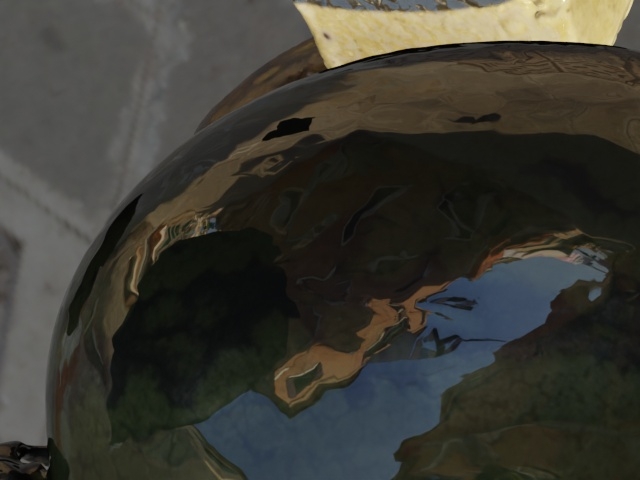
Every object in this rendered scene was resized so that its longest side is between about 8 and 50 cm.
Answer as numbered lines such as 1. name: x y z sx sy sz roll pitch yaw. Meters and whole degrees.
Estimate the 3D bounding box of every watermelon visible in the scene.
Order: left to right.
1. watermelon: 0.054 0.064 0.626 0.359 0.279 0.279 -7 110 8

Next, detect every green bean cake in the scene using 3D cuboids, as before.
1. green bean cake: 0.084 -0.146 0.946 0.179 0.109 0.085 7 138 36

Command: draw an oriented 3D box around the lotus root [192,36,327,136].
1. lotus root: 0.005 -0.075 1.237 0.314 0.169 0.141 -37 114 7
